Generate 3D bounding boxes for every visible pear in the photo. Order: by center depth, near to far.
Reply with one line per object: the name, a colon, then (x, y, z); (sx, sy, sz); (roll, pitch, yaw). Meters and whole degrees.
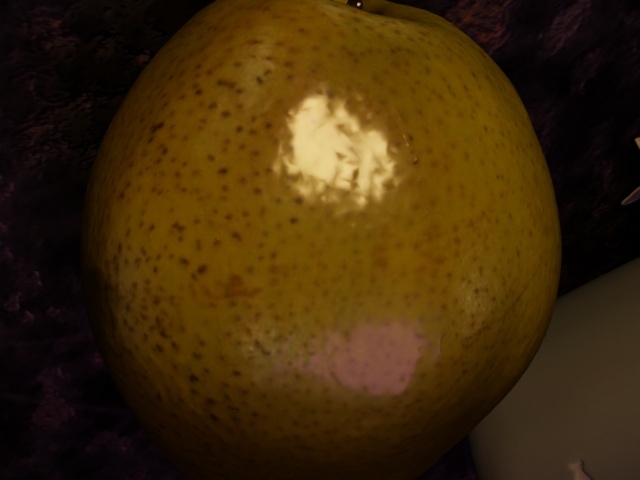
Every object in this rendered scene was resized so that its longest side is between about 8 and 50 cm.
pear: (0.000, 0.000, 0.824); (0.294, 0.294, 0.294); (-17, 143, -13)

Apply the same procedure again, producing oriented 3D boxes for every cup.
cup: (0.302, 0.173, 1.162); (0.274, 0.259, 0.357); (-26, 117, 28)

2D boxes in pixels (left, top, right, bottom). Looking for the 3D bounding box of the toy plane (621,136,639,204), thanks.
toy plane: (0.307, -0.066, 1.099); (0.171, 0.066, 0.162); (-9, 152, -15)
